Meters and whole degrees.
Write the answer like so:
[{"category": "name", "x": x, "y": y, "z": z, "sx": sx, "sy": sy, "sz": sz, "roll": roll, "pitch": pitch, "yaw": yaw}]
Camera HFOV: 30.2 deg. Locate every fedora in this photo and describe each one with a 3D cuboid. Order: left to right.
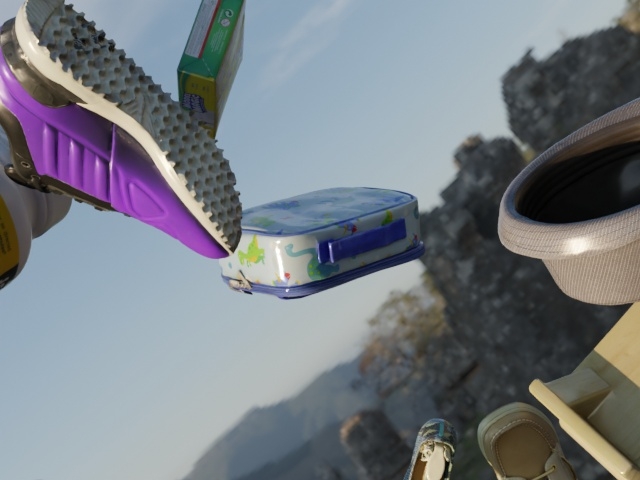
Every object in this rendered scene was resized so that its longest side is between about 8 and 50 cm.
[{"category": "fedora", "x": 0.313, "y": -0.031, "z": 1.153, "sx": 0.275, "sy": 0.124, "sz": 0.244, "roll": -34, "pitch": 24, "yaw": -15}]

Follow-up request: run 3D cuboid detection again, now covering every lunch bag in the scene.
[{"category": "lunch bag", "x": 0.000, "y": 0.000, "z": 1.362, "sx": 0.219, "sy": 0.090, "sz": 0.176, "roll": -18, "pitch": 15, "yaw": -37}]

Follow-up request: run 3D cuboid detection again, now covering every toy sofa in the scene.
[{"category": "toy sofa", "x": 0.406, "y": 0.094, "z": 1.216, "sx": 0.362, "sy": 0.150, "sz": 0.177, "roll": -49, "pitch": -44, "yaw": 3}]

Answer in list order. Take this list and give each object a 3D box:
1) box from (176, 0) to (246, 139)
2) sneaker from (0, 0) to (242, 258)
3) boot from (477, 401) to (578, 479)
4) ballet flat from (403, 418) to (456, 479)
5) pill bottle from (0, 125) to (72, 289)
[{"category": "box", "x": -0.108, "y": -0.171, "z": 1.182, "sx": 0.179, "sy": 0.043, "sz": 0.105, "roll": 102, "pitch": -175, "yaw": -72}, {"category": "sneaker", "x": -0.198, "y": -0.078, "z": 1.062, "sx": 0.146, "sy": 0.293, "sz": 0.102, "roll": -30, "pitch": 29, "yaw": 25}, {"category": "boot", "x": 0.286, "y": 0.335, "z": 1.441, "sx": 0.095, "sy": 0.262, "sz": 0.203, "roll": -26, "pitch": 39, "yaw": 3}, {"category": "ballet flat", "x": 0.144, "y": 0.336, "z": 1.613, "sx": 0.070, "sy": 0.070, "sz": 0.188, "roll": -31, "pitch": -49, "yaw": -65}, {"category": "pill bottle", "x": -0.399, "y": 0.002, "z": 1.119, "sx": 0.334, "sy": 0.188, "sz": 0.188, "roll": -42, "pitch": -4, "yaw": -43}]
